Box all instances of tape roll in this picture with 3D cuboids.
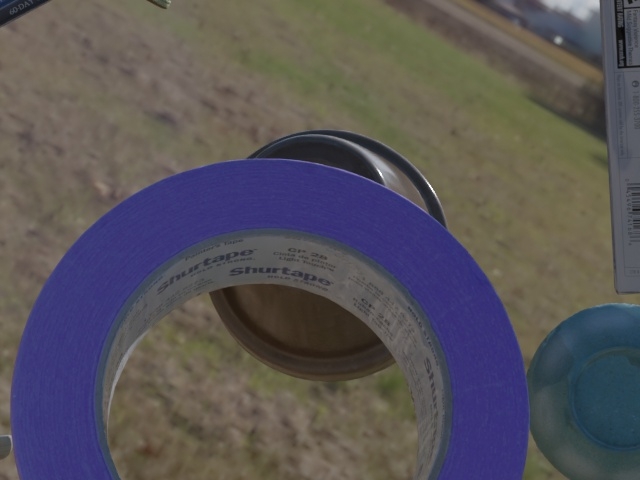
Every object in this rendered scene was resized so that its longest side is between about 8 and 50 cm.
[{"bbox_3d":[-0.028,0.097,0.801,0.274,0.275,0.090,30,-19,5],"label":"tape roll"}]

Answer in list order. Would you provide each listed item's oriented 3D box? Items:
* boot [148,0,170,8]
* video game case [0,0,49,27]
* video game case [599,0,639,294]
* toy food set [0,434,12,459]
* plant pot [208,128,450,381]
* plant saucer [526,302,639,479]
[{"bbox_3d":[-0.198,-0.388,1.699,0.213,0.165,0.077,52,12,26],"label":"boot"},{"bbox_3d":[-0.307,-0.297,1.531,0.196,0.274,0.026,51,-12,52],"label":"video game case"},{"bbox_3d":[0.340,-0.095,1.090,0.244,0.270,0.061,-1,21,16],"label":"video game case"},{"bbox_3d":[-0.356,0.301,1.395,0.128,0.218,0.071,-1,10,8],"label":"toy food set"},{"bbox_3d":[0.000,0.000,1.426,0.263,0.263,0.229,31,-7,9],"label":"plant pot"},{"bbox_3d":[0.302,0.159,1.458,0.195,0.195,0.037,31,-1,9],"label":"plant saucer"}]
